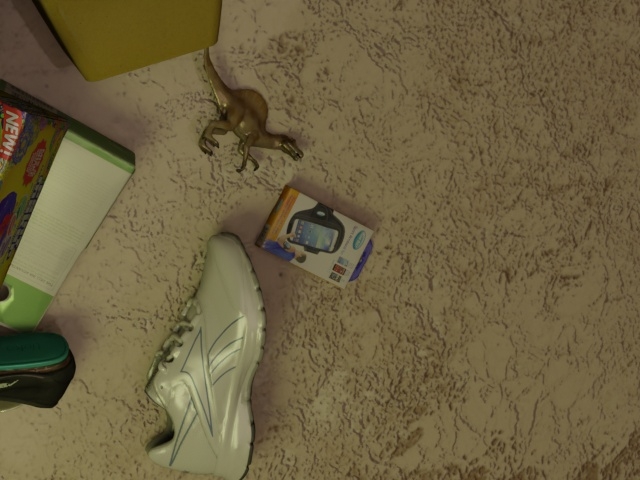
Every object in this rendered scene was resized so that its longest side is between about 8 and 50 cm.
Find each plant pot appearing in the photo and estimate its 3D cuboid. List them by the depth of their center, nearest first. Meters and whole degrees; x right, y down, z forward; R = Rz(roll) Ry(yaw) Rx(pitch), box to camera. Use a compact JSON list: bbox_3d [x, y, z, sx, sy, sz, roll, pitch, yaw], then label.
[{"bbox_3d":[-0.211,-0.284,1.339,0.212,0.212,0.187,-19,117,-14],"label":"plant pot"}]

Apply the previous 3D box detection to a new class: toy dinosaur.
[{"bbox_3d":[-0.101,-0.141,1.482,0.183,0.053,0.093,46,69,-27],"label":"toy dinosaur"}]

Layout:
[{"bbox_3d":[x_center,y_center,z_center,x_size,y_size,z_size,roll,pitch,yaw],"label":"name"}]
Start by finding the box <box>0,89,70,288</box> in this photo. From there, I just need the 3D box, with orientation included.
[{"bbox_3d":[-0.441,-0.043,1.267,0.279,0.177,0.290,23,93,1],"label":"box"}]

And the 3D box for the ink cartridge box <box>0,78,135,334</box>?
[{"bbox_3d":[-0.332,-0.032,1.416,0.171,0.056,0.235,29,105,-20],"label":"ink cartridge box"}]

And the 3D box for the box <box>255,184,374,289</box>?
[{"bbox_3d":[0.000,0.000,1.543,0.136,0.028,0.081,26,91,-19],"label":"box"}]

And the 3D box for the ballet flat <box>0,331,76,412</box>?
[{"bbox_3d":[-0.408,0.149,1.400,0.280,0.095,0.096,6,123,-14],"label":"ballet flat"}]

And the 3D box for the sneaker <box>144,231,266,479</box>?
[{"bbox_3d":[-0.133,0.137,1.486,0.129,0.111,0.297,4,98,-13],"label":"sneaker"}]
